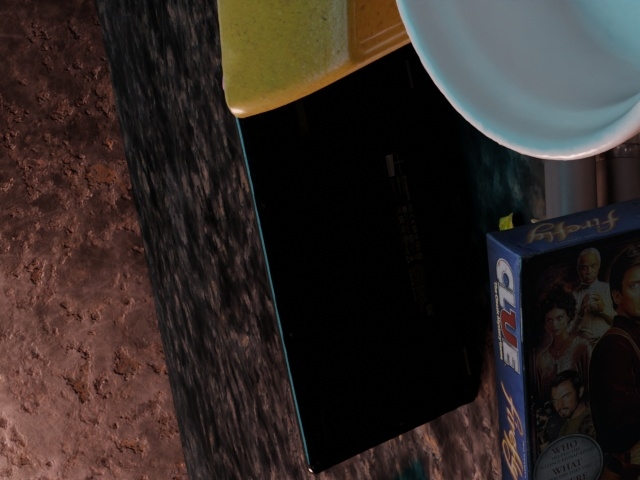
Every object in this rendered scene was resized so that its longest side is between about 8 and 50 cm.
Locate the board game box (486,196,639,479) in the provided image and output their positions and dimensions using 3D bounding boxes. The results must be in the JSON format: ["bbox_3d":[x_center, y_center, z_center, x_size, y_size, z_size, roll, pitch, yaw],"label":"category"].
[{"bbox_3d":[0.218,0.050,0.985,0.042,0.243,0.165,-136,36,-62],"label":"board game box"}]

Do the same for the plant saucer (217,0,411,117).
[{"bbox_3d":[0.069,-0.275,1.192,0.081,0.333,0.332,27,134,37],"label":"plant saucer"}]

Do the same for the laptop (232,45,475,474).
[{"bbox_3d":[0.000,0.000,1.745,0.236,0.408,0.381,-8,96,40],"label":"laptop"}]

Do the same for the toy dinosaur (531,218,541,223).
[{"bbox_3d":[0.238,0.017,1.259,0.211,0.064,0.112,152,117,-63],"label":"toy dinosaur"}]

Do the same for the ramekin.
[{"bbox_3d":[0.171,-0.197,1.047,0.277,0.135,0.277,29,127,48],"label":"ramekin"}]

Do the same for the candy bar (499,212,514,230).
[{"bbox_3d":[0.183,0.056,1.528,0.040,0.018,0.161,162,95,-78],"label":"candy bar"}]

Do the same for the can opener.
[{"bbox_3d":[0.195,-0.049,1.185,0.093,0.074,0.280,168,103,-74],"label":"can opener"}]

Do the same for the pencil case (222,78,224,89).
[{"bbox_3d":[-0.072,-0.298,1.942,0.124,0.124,0.284,-140,39,-65],"label":"pencil case"}]
